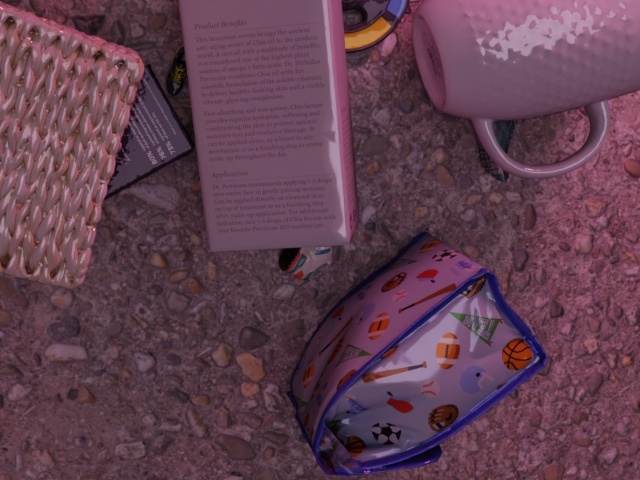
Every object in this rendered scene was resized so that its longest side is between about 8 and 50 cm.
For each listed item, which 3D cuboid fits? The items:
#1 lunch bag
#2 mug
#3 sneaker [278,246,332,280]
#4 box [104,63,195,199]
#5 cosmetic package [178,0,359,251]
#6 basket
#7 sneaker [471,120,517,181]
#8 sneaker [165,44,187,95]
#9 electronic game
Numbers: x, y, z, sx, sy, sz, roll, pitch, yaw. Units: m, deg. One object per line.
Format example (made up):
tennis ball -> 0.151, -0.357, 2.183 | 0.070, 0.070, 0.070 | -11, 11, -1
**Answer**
lunch bag -> 0.127, 0.204, 1.436 | 0.385, 0.328, 0.239 | -37, 103, -3
mug -> 0.340, -0.284, 1.388 | 0.328, 0.276, 0.374 | -16, 98, -4
sneaker -> 0.000, 0.000, 1.510 | 0.075, 0.057, 0.161 | 36, 92, -34
box -> -0.326, -0.165, 1.371 | 0.207, 0.108, 0.153 | -28, 106, -4
cosmetic package -> -0.074, -0.222, 1.350 | 0.230, 0.161, 0.453 | -2, 103, 9
basket -> -0.399, -0.143, 1.138 | 0.266, 0.331, 0.328 | 16, 98, -15
sneaker -> 0.316, -0.186, 1.522 | 0.076, 0.065, 0.166 | -21, 107, -10
sneaker -> -0.232, -0.276, 1.403 | 0.031, 0.035, 0.083 | 13, 100, -13
electronic game -> 0.039, -0.423, 1.417 | 0.229, 0.048, 0.229 | -3, 105, -10
